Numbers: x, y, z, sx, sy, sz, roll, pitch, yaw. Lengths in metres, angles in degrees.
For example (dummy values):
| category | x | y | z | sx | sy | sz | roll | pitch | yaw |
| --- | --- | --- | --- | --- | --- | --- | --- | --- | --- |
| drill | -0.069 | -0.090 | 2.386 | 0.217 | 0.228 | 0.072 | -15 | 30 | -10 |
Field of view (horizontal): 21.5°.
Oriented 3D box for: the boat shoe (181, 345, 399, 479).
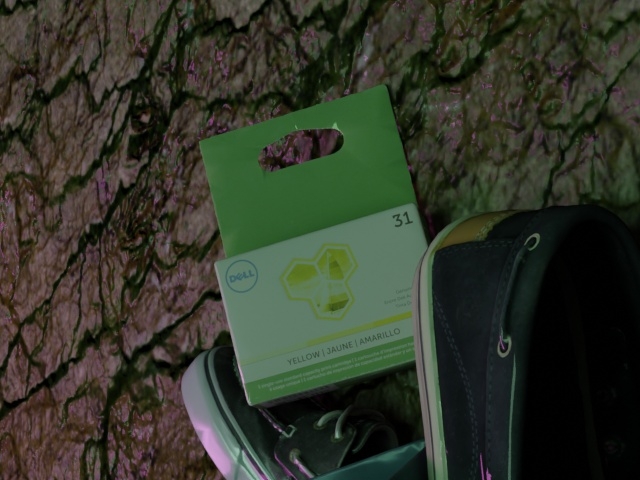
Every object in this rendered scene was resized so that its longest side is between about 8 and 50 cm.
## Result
| category | x | y | z | sx | sy | sz | roll | pitch | yaw |
| --- | --- | --- | --- | --- | --- | --- | --- | --- | --- |
| boat shoe | 0.023 | 0.187 | 1.355 | 0.335 | 0.121 | 0.119 | 46 | 117 | 24 |

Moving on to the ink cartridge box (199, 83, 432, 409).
| category | x | y | z | sx | sy | sz | roll | pitch | yaw |
| --- | --- | --- | --- | --- | --- | --- | --- | --- | --- |
| ink cartridge box | 0.000 | 0.000 | 1.337 | 0.171 | 0.056 | 0.235 | -16 | 77 | 7 |

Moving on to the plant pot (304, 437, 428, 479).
| category | x | y | z | sx | sy | sz | roll | pitch | yaw |
| --- | --- | --- | --- | --- | --- | --- | --- | --- | --- |
| plant pot | 0.037 | 0.292 | 1.190 | 0.165 | 0.166 | 0.234 | -25 | 93 | 33 |

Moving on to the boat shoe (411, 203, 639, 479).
| category | x | y | z | sx | sy | sz | roll | pitch | yaw |
| --- | --- | --- | --- | --- | --- | --- | --- | --- | --- |
| boat shoe | 0.178 | 0.207 | 1.117 | 0.156 | 0.187 | 0.500 | -27 | 66 | 52 |
